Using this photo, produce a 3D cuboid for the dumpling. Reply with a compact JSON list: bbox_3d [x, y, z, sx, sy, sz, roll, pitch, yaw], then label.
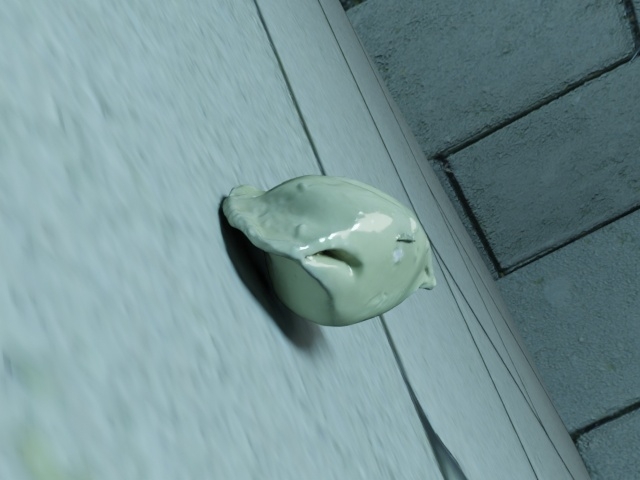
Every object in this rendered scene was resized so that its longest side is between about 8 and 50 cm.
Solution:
[{"bbox_3d":[0.000,-0.001,0.361,0.059,0.077,0.043,27,-60,38],"label":"dumpling"}]
